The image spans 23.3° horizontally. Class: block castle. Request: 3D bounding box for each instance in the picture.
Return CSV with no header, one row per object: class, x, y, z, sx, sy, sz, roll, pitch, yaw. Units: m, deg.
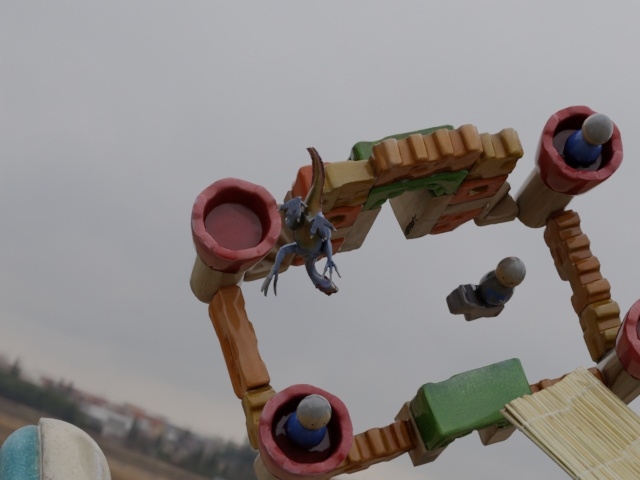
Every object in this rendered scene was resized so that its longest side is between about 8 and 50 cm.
block castle,0.117,0.048,1.495,0.453,0.303,0.213,-13,-21,-18

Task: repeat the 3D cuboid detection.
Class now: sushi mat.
sushi mat,0.304,0.230,1.345,0.316,0.019,0.151,43,31,24

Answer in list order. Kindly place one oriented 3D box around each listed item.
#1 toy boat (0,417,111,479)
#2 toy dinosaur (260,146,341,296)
toy boat,-0.265,0.320,1.375,0.148,0.268,0.318,1,-31,-13
toy dinosaur,0.000,0.000,0.984,0.047,0.090,0.082,20,-13,13
